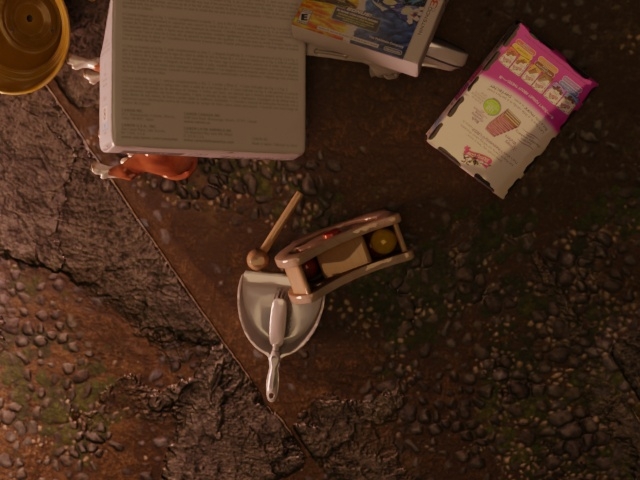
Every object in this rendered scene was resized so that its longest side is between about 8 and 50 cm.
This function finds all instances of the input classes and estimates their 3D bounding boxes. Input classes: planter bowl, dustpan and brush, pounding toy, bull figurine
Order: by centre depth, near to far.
[{"bbox_3d":[-0.477,-0.346,1.718,0.217,0.090,0.217,4,110,12],"label":"planter bowl"},{"bbox_3d":[-0.289,-0.242,1.733,0.188,0.101,0.310,-8,99,12],"label":"bull figurine"},{"bbox_3d":[0.000,0.000,1.743,0.269,0.154,0.155,-19,102,8],"label":"pounding toy"},{"bbox_3d":[-0.073,0.165,1.836,0.147,0.060,0.211,6,104,3],"label":"dustpan and brush"}]

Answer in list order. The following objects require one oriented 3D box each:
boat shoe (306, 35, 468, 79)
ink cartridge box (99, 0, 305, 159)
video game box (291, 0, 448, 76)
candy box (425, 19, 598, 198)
[{"bbox_3d":[0.100,-0.295,1.705,0.258,0.095,0.084,16,109,11],"label":"boat shoe"},{"bbox_3d":[-0.177,-0.321,1.666,0.308,0.091,0.385,1,88,-24],"label":"ink cartridge box"},{"bbox_3d":[0.084,-0.363,1.643,0.205,0.048,0.187,19,70,10],"label":"video game box"},{"bbox_3d":[0.298,-0.205,1.714,0.159,0.071,0.233,38,103,-6],"label":"candy box"}]
